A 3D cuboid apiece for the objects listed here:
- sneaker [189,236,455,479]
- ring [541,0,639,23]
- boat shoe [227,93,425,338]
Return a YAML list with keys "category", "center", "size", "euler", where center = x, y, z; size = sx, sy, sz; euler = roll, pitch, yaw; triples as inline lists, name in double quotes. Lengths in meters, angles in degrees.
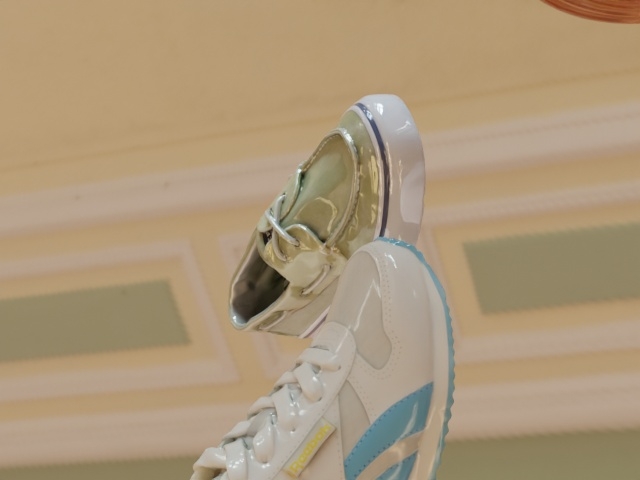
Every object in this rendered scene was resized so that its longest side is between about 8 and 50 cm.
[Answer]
- category: "sneaker"
  center: [-0.005, 0.103, 0.694]
  size: [0.092, 0.229, 0.087]
  euler: [20, -10, -19]
- category: "ring"
  center: [0.300, -0.294, 1.189]
  size: [0.336, 0.032, 0.336]
  euler: [-7, -31, -4]
- category: "boat shoe"
  center: [0.000, 0.000, 1.138]
  size: [0.094, 0.109, 0.302]
  euler: [-10, -29, -21]
